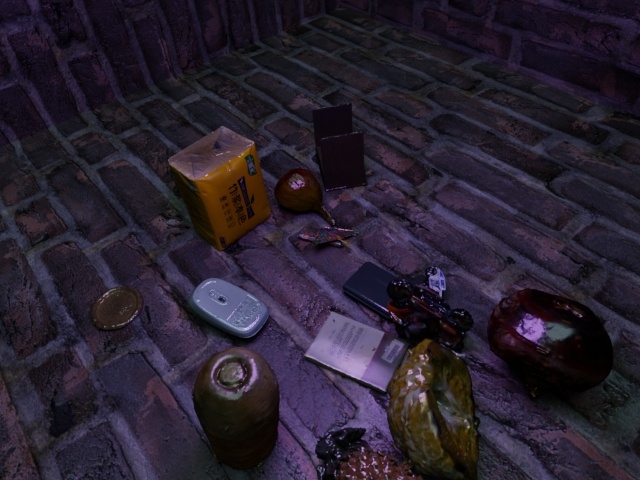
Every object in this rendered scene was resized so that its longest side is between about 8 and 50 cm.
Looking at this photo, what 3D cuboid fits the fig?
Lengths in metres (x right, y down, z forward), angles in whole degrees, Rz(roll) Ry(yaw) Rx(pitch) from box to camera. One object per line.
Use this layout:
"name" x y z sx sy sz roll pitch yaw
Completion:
"fig" -0.051 -0.172 2.012 0.290 0.191 0.190 39 53 -8

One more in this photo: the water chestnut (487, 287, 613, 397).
"water chestnut" 0.643 0.308 1.377 0.351 0.302 0.350 14 15 -4

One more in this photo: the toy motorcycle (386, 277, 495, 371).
"toy motorcycle" 0.372 0.273 1.511 0.401 0.207 0.134 26 39 6

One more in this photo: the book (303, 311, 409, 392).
"book" 0.116 0.353 1.546 0.290 0.026 0.201 20 51 23

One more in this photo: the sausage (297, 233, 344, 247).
"sausage" 0.000 0.000 1.895 0.198 0.025 0.028 11 40 15

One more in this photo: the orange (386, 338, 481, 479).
"orange" 0.285 0.444 1.271 0.210 0.271 0.368 -21 33 29

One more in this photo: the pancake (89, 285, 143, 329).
"pancake" -0.741 0.242 1.746 0.199 0.021 0.199 -2 46 2

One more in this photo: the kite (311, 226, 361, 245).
"kite" 0.046 -0.015 1.885 0.241 0.014 0.183 -16 31 -36

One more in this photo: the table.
"table" 0.083 -0.409 2.099 0.196 0.282 0.250 -9 46 -2

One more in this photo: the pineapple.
"pineapple" 0.102 0.594 1.216 0.223 0.222 0.357 -30 40 -21

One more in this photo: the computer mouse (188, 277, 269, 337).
"computer mouse" -0.320 0.236 1.658 0.289 0.097 0.159 27 52 14

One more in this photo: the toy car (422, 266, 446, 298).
"toy car" 0.396 0.162 1.663 0.070 0.080 0.170 3 46 6

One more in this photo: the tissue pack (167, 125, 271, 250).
"tissue pack" -0.381 -0.200 1.884 0.228 0.381 0.293 32 58 33

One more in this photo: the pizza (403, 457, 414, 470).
"pizza" 0.229 0.611 1.297 0.083 0.016 0.037 -27 51 -14

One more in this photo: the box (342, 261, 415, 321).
"box" 0.209 0.177 1.688 0.230 0.050 0.160 29 55 29

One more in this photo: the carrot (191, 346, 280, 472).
"carrot" -0.214 0.447 1.282 0.224 0.340 0.224 -2 42 2
